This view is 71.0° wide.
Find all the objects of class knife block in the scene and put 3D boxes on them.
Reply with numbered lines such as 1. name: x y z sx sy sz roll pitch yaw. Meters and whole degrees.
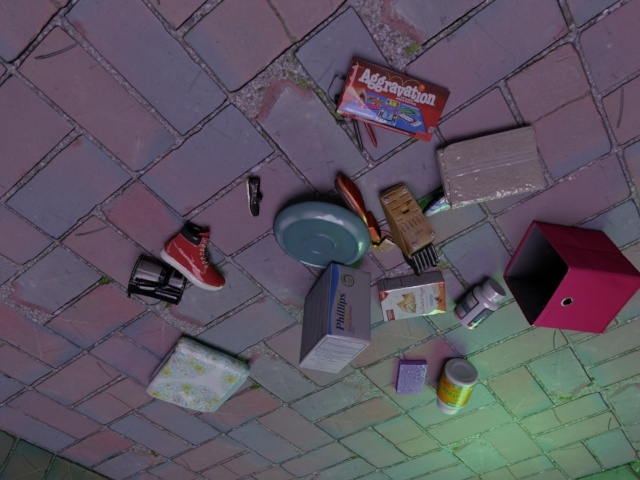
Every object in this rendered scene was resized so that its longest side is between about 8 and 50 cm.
1. knife block: 0.283 -0.023 1.450 0.088 0.242 0.275 -30 80 -5

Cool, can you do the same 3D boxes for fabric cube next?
1. fabric cube: 0.807 0.122 1.463 0.258 0.259 0.254 8 125 -8

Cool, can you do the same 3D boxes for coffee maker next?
1. coffee maker: -0.561 0.148 1.555 0.178 0.120 0.171 19 147 -14

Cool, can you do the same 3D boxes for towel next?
1. towel: 0.483 -0.206 1.281 0.282 0.049 0.187 -11 92 6
2. towel: -0.517 0.579 1.883 0.321 0.090 0.374 28 121 -21

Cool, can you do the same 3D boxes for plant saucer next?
1. plant saucer: 0.000 0.000 1.430 0.318 0.043 0.317 7 143 5

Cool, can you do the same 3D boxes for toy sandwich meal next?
1. toy sandwich meal: 0.209 0.006 1.504 0.086 0.029 0.085 -1 127 -1

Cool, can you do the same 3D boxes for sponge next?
1. sponge: 0.394 0.597 1.952 0.117 0.031 0.210 -1 126 0

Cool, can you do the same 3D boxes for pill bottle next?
1. pill bottle: 0.581 0.230 1.632 0.108 0.108 0.180 24 123 -18
2. pill bottle: 0.573 0.631 1.915 0.137 0.136 0.245 3 127 -3

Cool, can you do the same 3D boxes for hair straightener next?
1. hair straightener: 0.078 -0.342 1.228 0.089 0.047 0.230 -20 125 13

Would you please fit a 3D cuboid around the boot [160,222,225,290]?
1. boot: -0.384 0.055 1.495 0.176 0.088 0.244 -39 115 23

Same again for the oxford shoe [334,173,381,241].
1. oxford shoe: 0.097 -0.085 1.395 0.098 0.096 0.271 -20 125 20

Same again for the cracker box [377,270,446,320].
1. cracker box: 0.333 0.204 1.633 0.232 0.067 0.155 -10 126 7

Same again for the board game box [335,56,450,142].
1. board game box: 0.193 -0.369 1.194 0.281 0.027 0.145 13 113 -16

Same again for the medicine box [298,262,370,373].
1. medicine box: 0.046 0.268 1.511 0.149 0.263 0.289 15 142 -14

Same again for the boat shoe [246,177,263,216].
1. boat shoe: -0.200 -0.130 1.379 0.042 0.049 0.133 3 123 6

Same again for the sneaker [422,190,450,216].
1. sneaker: 0.421 -0.132 1.365 0.237 0.085 0.086 -31 98 18
